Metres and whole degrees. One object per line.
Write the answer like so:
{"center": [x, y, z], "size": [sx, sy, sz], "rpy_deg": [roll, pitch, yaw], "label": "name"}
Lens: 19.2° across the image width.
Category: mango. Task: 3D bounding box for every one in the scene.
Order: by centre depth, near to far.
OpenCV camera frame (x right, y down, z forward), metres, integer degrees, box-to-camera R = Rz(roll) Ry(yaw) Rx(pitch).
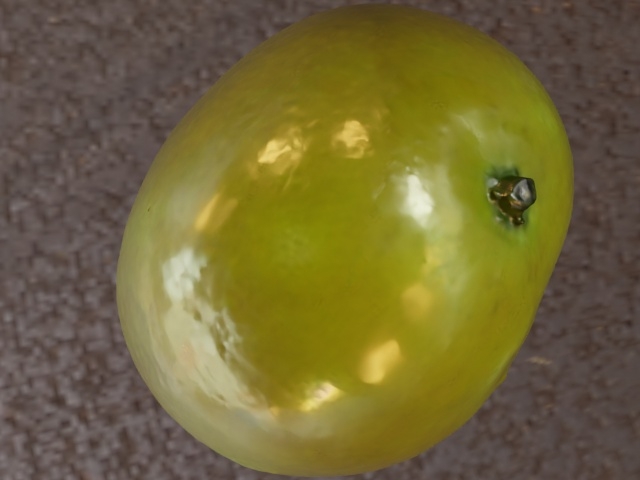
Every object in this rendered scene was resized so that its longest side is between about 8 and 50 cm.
{"center": [0.005, -0.007, 0.747], "size": [0.149, 0.273, 0.185], "rpy_deg": [32, 94, -9], "label": "mango"}
